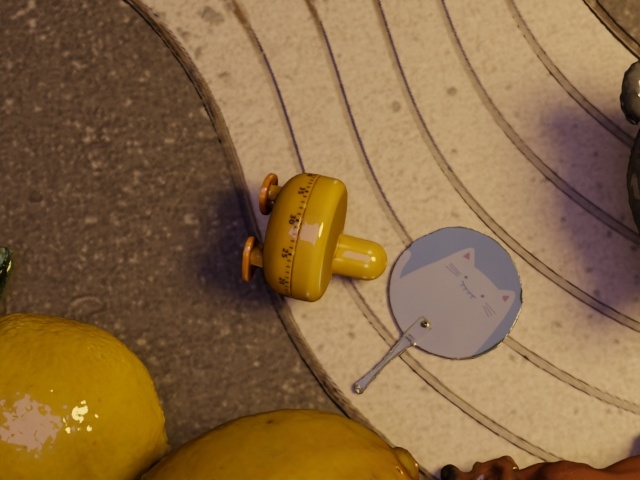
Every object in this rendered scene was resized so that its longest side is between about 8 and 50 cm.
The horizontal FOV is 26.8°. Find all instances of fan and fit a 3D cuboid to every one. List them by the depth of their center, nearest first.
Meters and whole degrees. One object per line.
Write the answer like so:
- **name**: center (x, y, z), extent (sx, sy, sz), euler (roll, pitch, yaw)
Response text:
- **fan**: center (0.092, 0.066, 1.133), extent (0.175, 0.005, 0.113), euler (-44, 82, -4)

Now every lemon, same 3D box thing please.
- **lemon**: center (-0.045, 0.248, 1.001), extent (0.263, 0.236, 0.236), euler (-14, 81, 10)
- **lemon**: center (-0.216, 0.146, 1.051), extent (0.203, 0.178, 0.178), euler (12, 82, 2)

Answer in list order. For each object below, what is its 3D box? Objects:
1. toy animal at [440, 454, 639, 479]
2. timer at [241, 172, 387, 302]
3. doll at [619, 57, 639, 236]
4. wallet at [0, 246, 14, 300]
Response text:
- **toy animal**: center (0.256, 0.186, 1.032), extent (0.312, 0.157, 0.097), euler (-11, 80, 0)
- **timer**: center (0.000, 0.000, 1.098), extent (0.109, 0.107, 0.107), euler (13, 82, 8)
- **doll**: center (0.387, -0.032, 1.080), extent (0.340, 0.158, 0.246), euler (2, 74, -26)
- **wallet**: center (-0.369, 0.095, 1.130), extent (0.160, 0.055, 0.236), euler (18, 77, 9)
